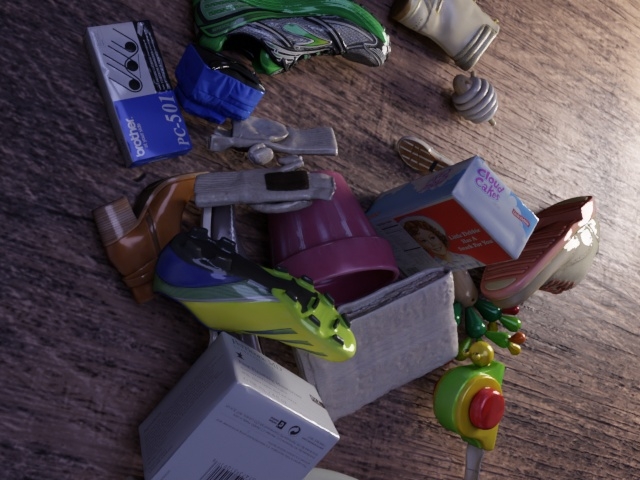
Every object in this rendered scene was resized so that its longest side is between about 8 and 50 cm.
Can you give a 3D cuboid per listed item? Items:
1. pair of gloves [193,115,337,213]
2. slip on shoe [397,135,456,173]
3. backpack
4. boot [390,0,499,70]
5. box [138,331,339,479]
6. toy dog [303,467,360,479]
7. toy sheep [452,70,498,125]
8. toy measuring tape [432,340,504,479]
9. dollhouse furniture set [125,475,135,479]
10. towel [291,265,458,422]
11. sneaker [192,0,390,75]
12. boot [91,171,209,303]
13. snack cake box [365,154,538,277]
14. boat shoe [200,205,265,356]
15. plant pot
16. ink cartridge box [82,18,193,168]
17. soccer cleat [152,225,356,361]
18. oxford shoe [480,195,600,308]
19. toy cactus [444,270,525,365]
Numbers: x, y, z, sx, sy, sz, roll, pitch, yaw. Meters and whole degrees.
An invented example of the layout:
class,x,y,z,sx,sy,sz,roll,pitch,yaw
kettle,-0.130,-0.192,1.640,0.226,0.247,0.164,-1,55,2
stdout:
class,x,y,z,sx,sy,sz,roll,pitch,yaw
pair of gloves,-0.076,-0.122,1.026,0.204,0.042,0.240,4,37,-1
slip on shoe,0.200,-0.156,1.291,0.135,0.051,0.041,25,30,-15
backpack,-0.155,-0.233,1.059,0.120,0.101,0.098,12,36,-39
boot,0.268,-0.484,1.355,0.204,0.095,0.261,31,69,-20
box,-0.109,0.251,0.906,0.181,0.119,0.182,37,98,-29
toy dog,0.035,0.423,1.016,0.334,0.160,0.220,25,25,7
toy sheep,0.303,-0.273,1.345,0.132,0.091,0.091,38,65,-24
toy measuring tape,0.235,0.331,1.163,0.122,0.121,0.329,8,94,-28
dollhouse furniture set,-0.254,0.441,0.845,0.262,0.135,0.259,-22,50,-31
towel,0.094,0.167,1.094,0.282,0.049,0.187,-22,125,-17
sneaker,-0.046,-0.332,1.149,0.344,0.134,0.146,6,85,-19
boot,-0.224,-0.010,1.017,0.197,0.073,0.152,-30,104,-31
snack cake box,0.198,-0.028,1.134,0.152,0.264,0.089,44,63,-16
boat shoe,-0.121,0.091,1.008,0.097,0.116,0.324,-4,87,-5
plant pot,0.000,0.000,1.074,0.202,0.201,0.180,-7,69,-30
ink cartridge box,-0.273,-0.220,1.034,0.097,0.046,0.207,-18,90,-29
soccer cleat,-0.088,0.091,0.927,0.289,0.121,0.093,30,26,-10
oxford shoe,0.442,0.045,1.309,0.397,0.141,0.146,-32,103,-39
toy cactus,0.274,0.135,1.252,0.219,0.112,0.180,-10,75,-20
